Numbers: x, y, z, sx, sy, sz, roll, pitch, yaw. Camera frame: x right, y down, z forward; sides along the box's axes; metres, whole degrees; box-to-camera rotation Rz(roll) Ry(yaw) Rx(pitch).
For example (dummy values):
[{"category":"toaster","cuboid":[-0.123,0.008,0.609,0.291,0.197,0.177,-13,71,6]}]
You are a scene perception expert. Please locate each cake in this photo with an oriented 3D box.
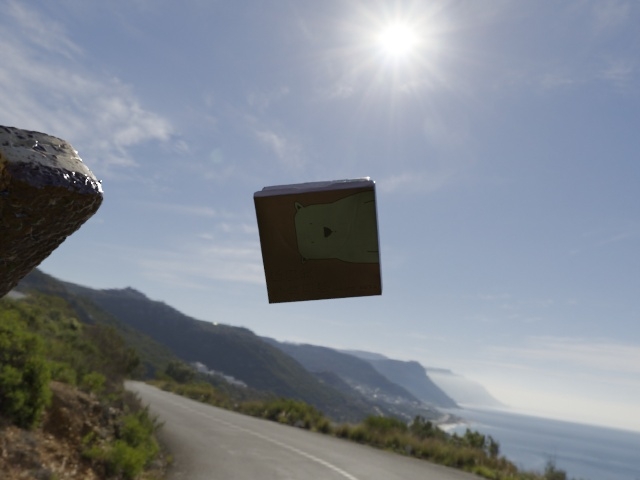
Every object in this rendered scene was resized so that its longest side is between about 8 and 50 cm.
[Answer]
[{"category":"cake","cuboid":[-0.375,-0.019,0.705,0.112,0.246,0.135,47,32,22]}]

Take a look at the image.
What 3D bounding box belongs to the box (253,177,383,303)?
[{"category":"box","cuboid":[0.000,0.000,1.019,0.214,0.215,0.086,-5,21,5]}]
